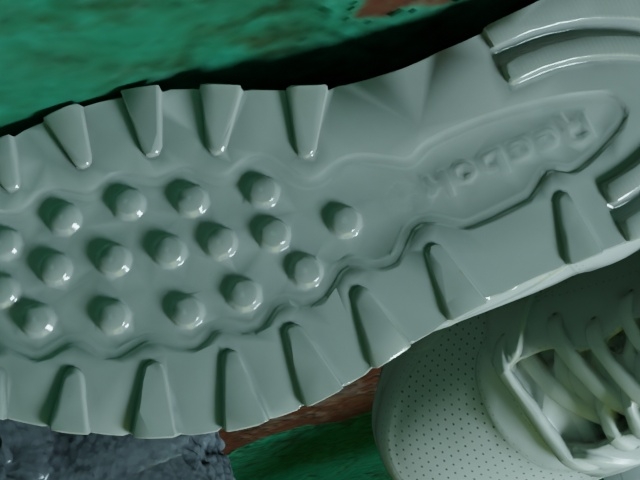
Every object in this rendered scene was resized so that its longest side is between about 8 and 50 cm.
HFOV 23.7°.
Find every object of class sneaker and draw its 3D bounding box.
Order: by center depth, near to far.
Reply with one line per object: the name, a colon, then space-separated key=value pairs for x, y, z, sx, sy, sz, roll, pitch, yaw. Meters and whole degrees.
sneaker: x=0.000 y=0.000 z=0.417 sx=0.235 sy=0.090 sz=0.095 roll=-13 pitch=173 yaw=-9
sneaker: x=0.110 y=0.029 z=0.489 sx=0.292 sy=0.108 sz=0.169 roll=-37 pitch=-178 yaw=28

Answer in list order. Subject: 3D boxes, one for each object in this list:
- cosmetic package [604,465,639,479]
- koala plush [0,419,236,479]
cosmetic package: x=0.248 y=0.023 z=0.644 sx=0.225 sy=0.138 sz=0.224 roll=-25 pitch=164 yaw=31
koala plush: x=-0.144 y=0.141 z=0.557 sx=0.203 sy=0.196 sz=0.221 roll=-20 pitch=164 yaw=-29
